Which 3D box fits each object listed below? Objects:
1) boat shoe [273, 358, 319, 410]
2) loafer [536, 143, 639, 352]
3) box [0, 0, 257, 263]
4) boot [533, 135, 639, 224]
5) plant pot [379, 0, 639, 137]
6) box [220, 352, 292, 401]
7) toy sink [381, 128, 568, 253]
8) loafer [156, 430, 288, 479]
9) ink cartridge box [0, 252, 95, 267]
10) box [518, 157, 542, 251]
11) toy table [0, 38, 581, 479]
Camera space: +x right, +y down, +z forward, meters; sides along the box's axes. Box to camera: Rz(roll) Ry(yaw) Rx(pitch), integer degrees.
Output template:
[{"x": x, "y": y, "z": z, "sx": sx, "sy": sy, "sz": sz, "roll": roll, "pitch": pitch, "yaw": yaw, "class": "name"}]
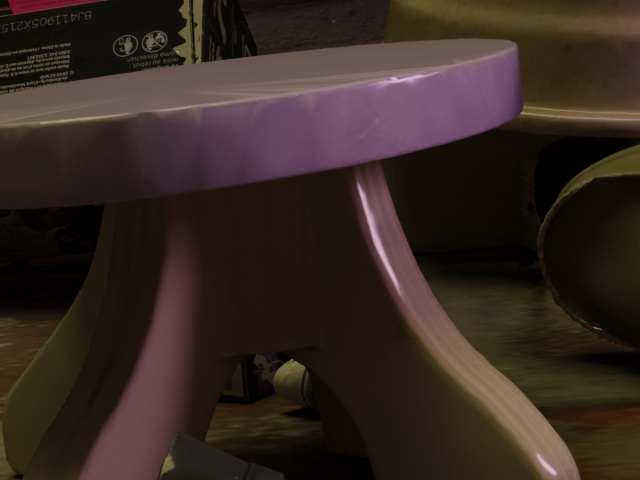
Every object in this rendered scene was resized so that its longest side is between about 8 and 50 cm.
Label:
[{"x": 0.016, "y": 0.055, "z": 0.838, "sx": 0.035, "sy": 0.035, "sz": 0.100, "roll": 5, "pitch": 19, "yaw": 38, "class": "boat shoe"}, {"x": 0.183, "y": 0.015, "z": 0.775, "sx": 0.092, "sy": 0.102, "sz": 0.268, "roll": -19, "pitch": 16, "yaw": -35, "class": "loafer"}, {"x": -0.175, "y": -0.086, "z": 1.202, "sx": 0.247, "sy": 0.163, "sz": 0.142, "roll": -8, "pitch": -31, "yaw": 12, "class": "box"}, {"x": 0.267, "y": -0.025, "z": 1.114, "sx": 0.178, "sy": 0.085, "sz": 0.236, "roll": -6, "pitch": 10, "yaw": -38, "class": "boot"}, {"x": 0.195, "y": -0.254, "z": 1.165, "sx": 0.333, "sy": 0.306, "sz": 0.334, "roll": 0, "pitch": 18, "yaw": 0, "class": "plant pot"}, {"x": -0.040, "y": 0.049, "z": 0.931, "sx": 0.116, "sy": 0.029, "sz": 0.162, "roll": 2, "pitch": 11, "yaw": 33, "class": "box"}, {"x": 0.080, "y": -0.066, "z": 1.321, "sx": 0.234, "sy": 0.131, "sz": 0.153, "roll": -5, "pitch": 7, "yaw": -3, "class": "toy sink"}, {"x": -0.026, "y": 0.087, "z": 0.452, "sx": 0.223, "sy": 0.078, "sz": 0.076, "roll": -4, "pitch": 8, "yaw": 2, "class": "loafer"}, {"x": -0.214, "y": -0.053, "z": 1.354, "sx": 0.190, "sy": 0.140, "sz": 0.082, "roll": -2, "pitch": 6, "yaw": 14, "class": "ink cartridge box"}, {"x": 0.298, "y": -0.037, "z": 1.236, "sx": 0.324, "sy": 0.063, "sz": 0.067, "roll": -6, "pitch": 9, "yaw": -8, "class": "box"}, {"x": -0.022, "y": 0.017, "z": 0.666, "sx": 0.274, "sy": 0.161, "sz": 0.252, "roll": -12, "pitch": 11, "yaw": -42, "class": "toy table"}]
